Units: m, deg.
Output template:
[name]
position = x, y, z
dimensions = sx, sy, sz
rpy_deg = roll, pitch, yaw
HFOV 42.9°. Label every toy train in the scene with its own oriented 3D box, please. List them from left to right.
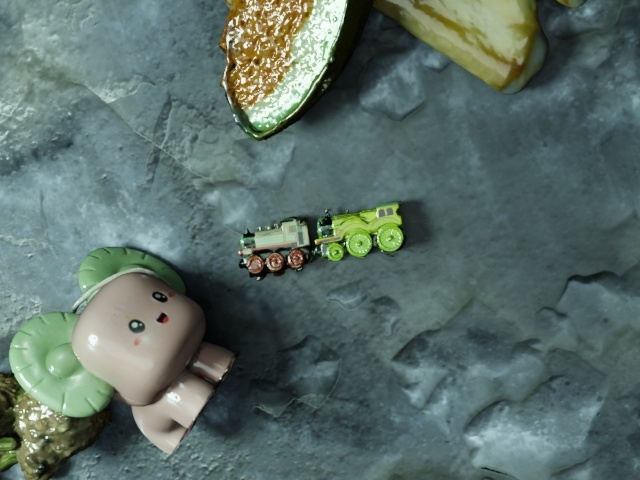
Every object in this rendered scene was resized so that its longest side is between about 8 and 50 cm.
[toy train]
position = 0.000, 0.000, 1.179
dimensions = 0.250, 0.053, 0.085
rpy_deg = -11, 90, 8

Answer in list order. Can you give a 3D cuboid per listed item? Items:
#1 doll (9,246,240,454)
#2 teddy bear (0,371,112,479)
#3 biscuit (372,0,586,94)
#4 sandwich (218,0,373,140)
[doll]
position = -0.266, 0.154, 1.147
dimensions = 0.268, 0.284, 0.216
rpy_deg = 34, 136, 0
[teddy bear]
position = -0.472, 0.313, 1.200
dimensions = 0.223, 0.246, 0.296
rpy_deg = 23, 64, 31
[biscuit]
position = 0.208, -0.361, 1.091
dimensions = 0.291, 0.062, 0.236
rpy_deg = 32, 102, 0
[sandwich]
position = -0.045, -0.278, 1.092
dimensions = 0.212, 0.109, 0.292
rpy_deg = 21, 112, 20
